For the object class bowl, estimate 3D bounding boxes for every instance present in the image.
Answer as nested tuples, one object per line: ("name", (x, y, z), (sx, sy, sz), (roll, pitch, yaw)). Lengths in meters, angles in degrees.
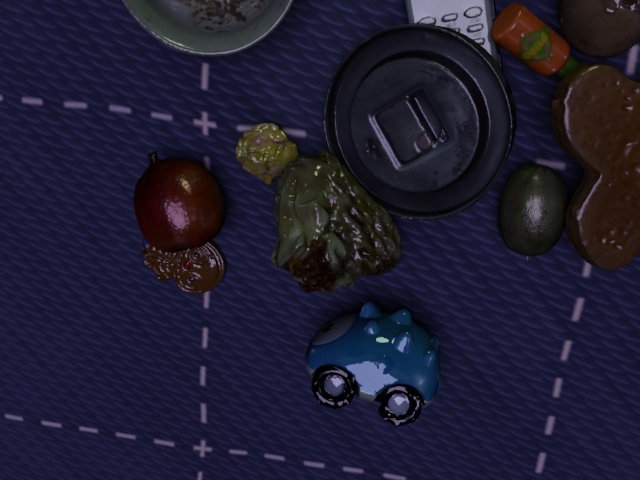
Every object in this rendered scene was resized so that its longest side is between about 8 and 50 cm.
("bowl", (-0.175, -0.451, 1.006), (0.289, 0.146, 0.289), (-3, 121, -4))

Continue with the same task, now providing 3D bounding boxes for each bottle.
("bottle", (0.358, -0.297, 1.011), (0.187, 0.069, 0.069), (26, 112, -20))

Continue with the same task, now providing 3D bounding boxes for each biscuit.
("biscuit", (0.571, -0.126, 1.009), (0.393, 0.076, 0.368), (-14, 107, 1))
("biscuit", (-0.273, 0.043, 1.266), (0.175, 0.026, 0.124), (15, 109, 4))

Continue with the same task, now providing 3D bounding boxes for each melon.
("melon", (0.359, -0.045, 1.083), (0.114, 0.114, 0.168), (2, 106, 9))

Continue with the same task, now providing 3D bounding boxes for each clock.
("clock", (0.157, -0.190, 1.048), (0.318, 0.066, 0.319), (11, 116, 23))

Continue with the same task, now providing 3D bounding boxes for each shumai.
("shumai", (0.001, -0.001, 1.074), (0.256, 0.218, 0.189), (44, 139, -8))

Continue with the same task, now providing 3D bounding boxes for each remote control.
("remote control", (0.222, -0.309, 1.049), (0.140, 0.056, 0.297), (-8, 107, 11))

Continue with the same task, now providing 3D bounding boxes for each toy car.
("toy car", (0.103, 0.207, 1.174), (0.255, 0.188, 0.190), (13, 102, 8))

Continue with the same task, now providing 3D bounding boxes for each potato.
("potato", (0.433, -0.402, 0.932), (0.164, 0.165, 0.263), (-3, 110, 11))

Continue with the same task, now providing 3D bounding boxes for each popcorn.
("popcorn", (-0.094, -0.157, 1.141), (0.109, 0.089, 0.097), (2, 73, 0))

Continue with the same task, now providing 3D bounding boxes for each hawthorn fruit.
("hawthorn fruit", (-0.257, -0.073, 1.155), (0.169, 0.169, 0.188), (-12, 103, 13))
